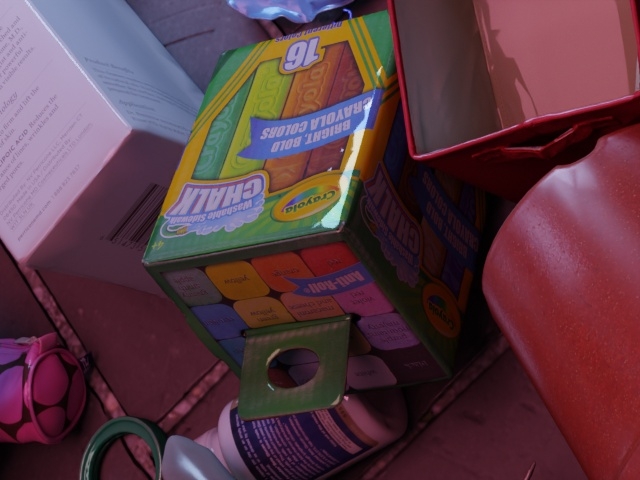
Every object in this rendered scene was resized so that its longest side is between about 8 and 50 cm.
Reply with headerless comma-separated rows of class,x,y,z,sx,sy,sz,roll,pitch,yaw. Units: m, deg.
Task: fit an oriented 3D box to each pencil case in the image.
pencil case,-0.312,0.130,1.616,0.209,0.095,0.098,-1,111,31

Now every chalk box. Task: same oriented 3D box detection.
chalk box,0.000,0.000,1.323,0.180,0.179,0.289,-11,44,30

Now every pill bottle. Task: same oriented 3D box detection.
pill bottle,-0.022,0.153,1.426,0.169,0.094,0.094,-32,65,23

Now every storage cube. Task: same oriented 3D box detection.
storage cube,0.177,-0.150,1.302,0.183,0.193,0.215,-15,72,29

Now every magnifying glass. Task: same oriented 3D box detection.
magnifying glass,-0.185,0.267,1.548,0.092,0.026,0.231,11,87,33

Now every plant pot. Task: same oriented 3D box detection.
plant pot,0.257,0.076,1.181,0.272,0.272,0.265,-46,53,16

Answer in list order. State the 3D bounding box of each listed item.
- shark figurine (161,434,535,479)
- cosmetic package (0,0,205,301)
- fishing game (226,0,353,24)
shark figurine,0.012,0.219,1.297,0.278,0.116,0.166,6,56,2
cosmetic package,-0.242,-0.142,1.554,0.156,0.217,0.385,-50,58,14
fishing game,-0.010,-0.269,1.537,0.189,0.041,0.264,-20,65,19
